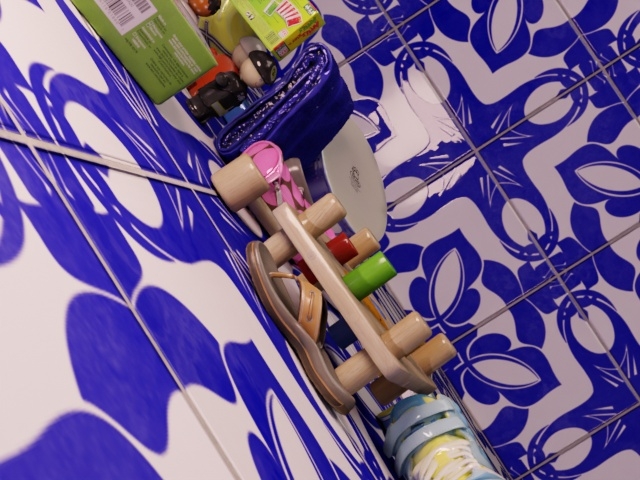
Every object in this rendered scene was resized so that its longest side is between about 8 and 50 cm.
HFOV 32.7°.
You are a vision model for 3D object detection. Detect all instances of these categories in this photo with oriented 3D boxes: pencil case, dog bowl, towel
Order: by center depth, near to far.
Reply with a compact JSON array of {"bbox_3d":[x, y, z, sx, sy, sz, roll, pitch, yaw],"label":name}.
[{"bbox_3d":[-0.049,-0.043,1.582,0.098,0.095,0.209,27,-20,45],"label":"pencil case"},{"bbox_3d":[-0.040,-0.182,1.755,0.076,0.227,0.308,47,1,11],"label":"towel"},{"bbox_3d":[0.021,-0.104,2.022,0.265,0.104,0.265,44,37,-47],"label":"dog bowl"}]

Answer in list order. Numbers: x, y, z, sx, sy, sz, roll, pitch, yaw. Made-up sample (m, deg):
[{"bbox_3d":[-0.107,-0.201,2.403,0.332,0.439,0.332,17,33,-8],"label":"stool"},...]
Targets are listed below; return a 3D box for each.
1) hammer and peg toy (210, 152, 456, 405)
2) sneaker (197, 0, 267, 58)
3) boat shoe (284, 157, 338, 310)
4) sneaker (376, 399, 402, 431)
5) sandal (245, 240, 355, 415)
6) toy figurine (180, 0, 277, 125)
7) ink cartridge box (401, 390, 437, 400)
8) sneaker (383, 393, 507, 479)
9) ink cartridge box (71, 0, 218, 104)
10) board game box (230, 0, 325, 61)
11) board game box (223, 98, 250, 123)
[{"bbox_3d":[0.023,0.039,1.404,0.361,0.127,0.266,55,6,21],"label":"hammer and peg toy"},{"bbox_3d":[-0.191,-0.398,1.903,0.147,0.145,0.384,36,-14,-33],"label":"sneaker"},{"bbox_3d":[0.000,0.000,1.758,0.335,0.095,0.112,53,6,-40],"label":"boat shoe"},{"bbox_3d":[0.119,0.259,1.545,0.059,0.053,0.144,57,13,11],"label":"sneaker"},{"bbox_3d":[-0.013,0.091,1.222,0.219,0.060,0.090,58,5,16],"label":"sandal"},{"bbox_3d":[-0.174,-0.305,1.684,0.209,0.148,0.213,55,5,-20],"label":"toy figurine"},{"bbox_3d":[0.236,0.370,2.001,0.225,0.056,0.181,48,10,-52],"label":"ink cartridge box"},{"bbox_3d":[0.143,0.269,1.285,0.208,0.127,0.319,60,-4,18],"label":"sneaker"},{"bbox_3d":[-0.242,-0.317,1.376,0.189,0.097,0.255,53,7,-40],"label":"ink cartridge box"},{"bbox_3d":[-0.084,-0.369,1.656,0.181,0.092,0.043,53,4,21],"label":"board game box"},{"bbox_3d":[-0.122,-0.189,2.078,0.210,0.047,0.160,59,4,4],"label":"board game box"}]
